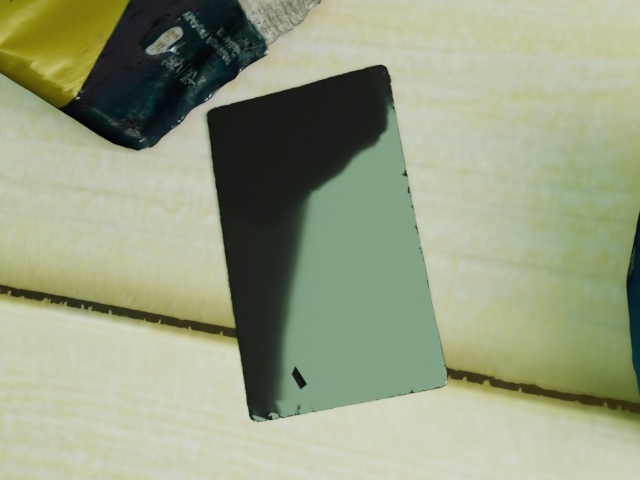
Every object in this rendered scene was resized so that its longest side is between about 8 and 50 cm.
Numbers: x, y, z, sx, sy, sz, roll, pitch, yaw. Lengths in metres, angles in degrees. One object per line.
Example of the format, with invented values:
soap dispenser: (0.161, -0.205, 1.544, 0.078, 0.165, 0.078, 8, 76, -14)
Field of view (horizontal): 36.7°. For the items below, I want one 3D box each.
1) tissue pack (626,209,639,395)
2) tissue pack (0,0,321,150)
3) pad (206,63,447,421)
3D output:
tissue pack: (0.251, 0.028, 0.555, 0.137, 0.269, 0.209, 0, 80, 16)
tissue pack: (-0.191, -0.273, 0.661, 0.253, 0.416, 0.264, -36, 71, 5)
pad: (0.000, 0.000, 0.765, 0.159, 0.009, 0.265, -12, 76, 11)
